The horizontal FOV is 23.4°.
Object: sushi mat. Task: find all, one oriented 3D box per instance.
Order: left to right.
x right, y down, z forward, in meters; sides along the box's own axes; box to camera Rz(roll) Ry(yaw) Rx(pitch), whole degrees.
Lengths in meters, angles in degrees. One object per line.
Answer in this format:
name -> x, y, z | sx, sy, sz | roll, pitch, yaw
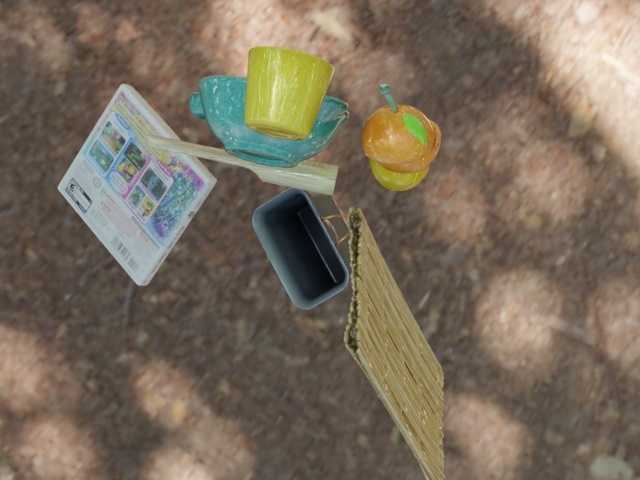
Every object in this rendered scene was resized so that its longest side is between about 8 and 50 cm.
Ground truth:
sushi mat -> 0.075, 0.113, 1.483 | 0.019, 0.151, 0.316 | -7, 145, 16

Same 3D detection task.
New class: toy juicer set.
toy juicer set -> -0.010, -0.104, 1.356 | 0.209, 0.089, 0.329 | 15, 172, -20

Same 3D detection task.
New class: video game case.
video game case -> -0.191, -0.058, 1.586 | 0.157, 0.019, 0.143 | 47, 115, 26

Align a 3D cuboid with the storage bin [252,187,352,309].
storage bin -> 0.000, 0.000, 1.828 | 0.098, 0.091, 0.135 | -32, 84, 28
